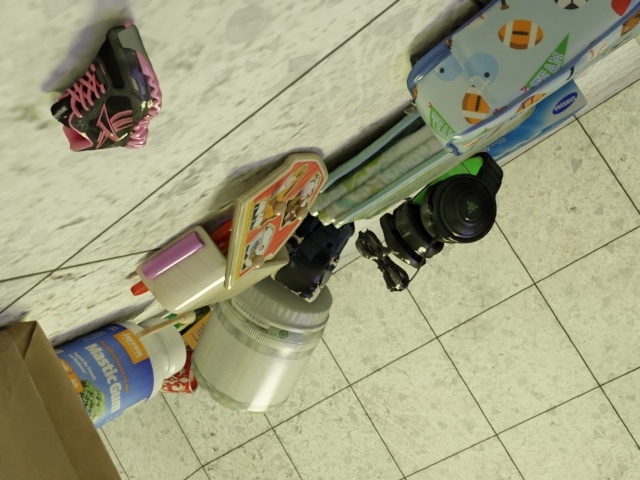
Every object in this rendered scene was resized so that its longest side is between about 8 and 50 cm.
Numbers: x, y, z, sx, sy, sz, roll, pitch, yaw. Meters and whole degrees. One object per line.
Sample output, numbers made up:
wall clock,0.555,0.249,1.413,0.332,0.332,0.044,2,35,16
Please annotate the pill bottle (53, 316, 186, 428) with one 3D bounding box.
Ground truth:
pill bottle,-0.369,0.229,1.213,0.152,0.152,0.272,-36,172,41

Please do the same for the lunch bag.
lunch bag,0.234,-0.212,0.790,0.303,0.115,0.243,-33,176,14

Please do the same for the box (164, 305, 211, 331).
box,-0.326,0.195,1.654,0.105,0.043,0.179,-34,171,18

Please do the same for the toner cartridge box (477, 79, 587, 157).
toner cartridge box,0.434,-0.243,1.636,0.348,0.075,0.165,-30,175,-14

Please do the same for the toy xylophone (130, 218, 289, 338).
toy xylophone,-0.170,0.051,1.071,0.236,0.081,0.323,-32,174,6

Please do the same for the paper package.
paper package,-0.418,0.310,0.884,0.325,0.309,0.168,-37,169,38

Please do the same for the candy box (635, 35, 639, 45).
candy box,0.478,-0.269,0.916,0.071,0.233,0.159,-33,175,12

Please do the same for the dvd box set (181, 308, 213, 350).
dvd box set,-0.171,0.154,1.714,0.420,0.062,0.307,-41,172,13

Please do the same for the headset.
headset,0.199,-0.053,1.343,0.243,0.185,0.394,-31,-163,45

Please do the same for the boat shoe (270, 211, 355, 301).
boat shoe,0.000,0.000,1.326,0.158,0.127,0.340,-56,-173,9

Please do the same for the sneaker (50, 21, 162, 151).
sneaker,-0.129,-0.083,0.416,0.057,0.047,0.119,-15,166,-25

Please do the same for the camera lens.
camera lens,-0.121,0.191,1.414,0.219,0.219,0.274,-20,141,-60

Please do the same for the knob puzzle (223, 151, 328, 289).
knob puzzle,-0.044,-0.035,0.913,0.213,0.030,0.213,-48,162,-21

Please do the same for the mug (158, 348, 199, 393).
mug,-0.346,0.265,1.474,0.169,0.113,0.150,4,156,7

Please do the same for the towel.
towel,0.170,-0.150,1.103,0.374,0.090,0.320,-33,177,14
